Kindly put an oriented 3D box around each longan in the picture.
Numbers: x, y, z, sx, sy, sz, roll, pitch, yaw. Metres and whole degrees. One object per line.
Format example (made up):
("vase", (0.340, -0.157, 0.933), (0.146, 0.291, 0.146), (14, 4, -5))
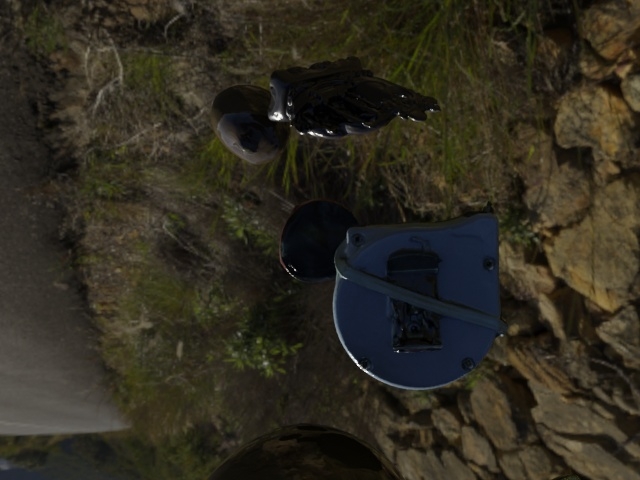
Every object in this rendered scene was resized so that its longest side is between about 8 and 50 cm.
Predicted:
("longan", (-0.017, 0.248, 0.454), (0.196, 0.196, 0.220), (-19, 178, 34))
("longan", (-0.155, -0.262, 1.276), (0.189, 0.189, 0.189), (-4, 161, -2))

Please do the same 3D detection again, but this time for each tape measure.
("tape measure", (0.102, 0.063, 0.606), (0.182, 0.181, 0.107), (-10, -179, 7))

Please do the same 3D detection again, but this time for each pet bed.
("pet bed", (0.000, 0.000, 1.292), (0.201, 0.201, 0.053), (1, -166, -15))

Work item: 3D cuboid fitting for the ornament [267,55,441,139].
("ornament", (0.064, -0.238, 1.035), (0.251, 0.260, 0.106), (-22, 133, -29))

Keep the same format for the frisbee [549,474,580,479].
("frisbee", (0.422, 0.546, 1.124), (0.236, 0.017, 0.236), (-18, 128, -25))
